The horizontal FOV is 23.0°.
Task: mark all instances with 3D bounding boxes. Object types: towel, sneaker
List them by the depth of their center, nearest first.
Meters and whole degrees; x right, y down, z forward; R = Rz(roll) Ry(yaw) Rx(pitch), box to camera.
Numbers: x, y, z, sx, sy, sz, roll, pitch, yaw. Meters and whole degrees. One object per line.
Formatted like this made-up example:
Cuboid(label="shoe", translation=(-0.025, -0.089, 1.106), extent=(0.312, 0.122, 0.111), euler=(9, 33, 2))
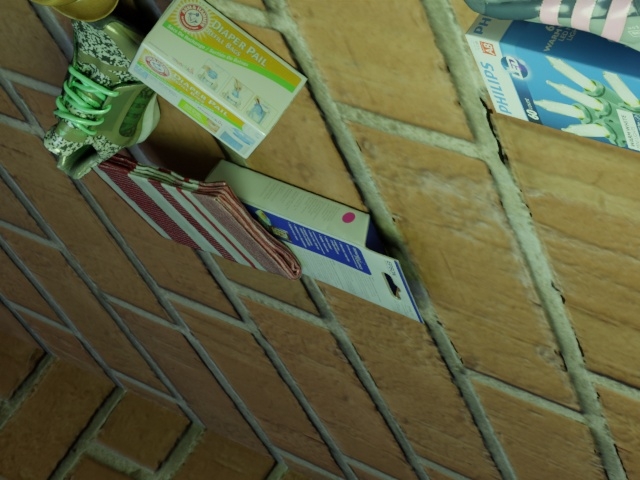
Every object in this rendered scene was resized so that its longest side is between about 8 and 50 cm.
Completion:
Cuboid(label="sneaker", translation=(0.267, -0.217, 1.462), extent=(0.319, 0.112, 0.131), euler=(10, 145, 50))
Cuboid(label="sneaker", translation=(-0.325, -0.200, 2.281), extent=(0.158, 0.182, 0.410), euler=(32, 159, 8))
Cuboid(label="towel", translation=(-0.200, -0.042, 2.467), extent=(0.329, 0.037, 0.237), euler=(17, 157, 43))

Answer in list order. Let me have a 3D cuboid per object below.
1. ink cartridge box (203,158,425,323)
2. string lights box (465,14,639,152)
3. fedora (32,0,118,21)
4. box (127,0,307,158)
Cuboid(label="ink cartridge box", translation=(0.000, 0.000, 2.395), extent=(0.371, 0.069, 0.175), euler=(24, 156, 32))
Cuboid(label="string lights box", translation=(0.288, -0.165, 1.589), extent=(0.260, 0.076, 0.133), euler=(20, 156, 34))
Cuboid(label="fedora", translation=(-0.345, -0.359, 2.040), extent=(0.194, 0.079, 0.194), euler=(25, 133, 30))
Cuboid(label="box", translation=(-0.138, -0.219, 2.071), extent=(0.203, 0.103, 0.114), euler=(36, 159, -5))
